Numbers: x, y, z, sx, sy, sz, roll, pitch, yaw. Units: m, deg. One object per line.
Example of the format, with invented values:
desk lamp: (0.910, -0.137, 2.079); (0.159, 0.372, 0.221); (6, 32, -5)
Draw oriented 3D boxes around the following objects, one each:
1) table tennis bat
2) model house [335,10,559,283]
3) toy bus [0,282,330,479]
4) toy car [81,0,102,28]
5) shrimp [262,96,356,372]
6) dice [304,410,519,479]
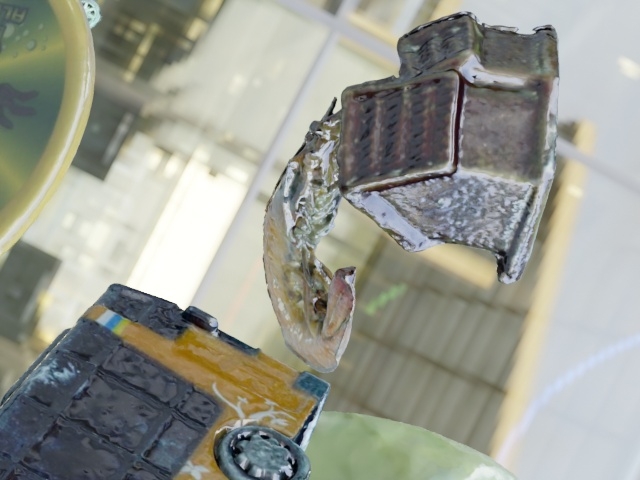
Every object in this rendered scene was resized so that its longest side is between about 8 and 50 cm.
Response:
table tennis bat: (-0.230, -0.017, 1.043); (0.050, 0.198, 0.321); (40, 71, -58)
model house: (0.085, -0.074, 1.347); (0.106, 0.152, 0.165); (119, -21, -63)
toy bus: (-0.135, 0.182, 1.201); (0.323, 0.194, 0.162); (-54, 170, -55)
toy car: (-0.284, -0.175, 1.939); (0.224, 0.076, 0.090); (-65, -159, 15)
shrimp: (0.002, 0.000, 1.457); (0.251, 0.052, 0.143); (100, -30, -52)
dice: (0.032, 0.291, 1.582); (0.249, 0.254, 0.252); (2, -120, 35)
